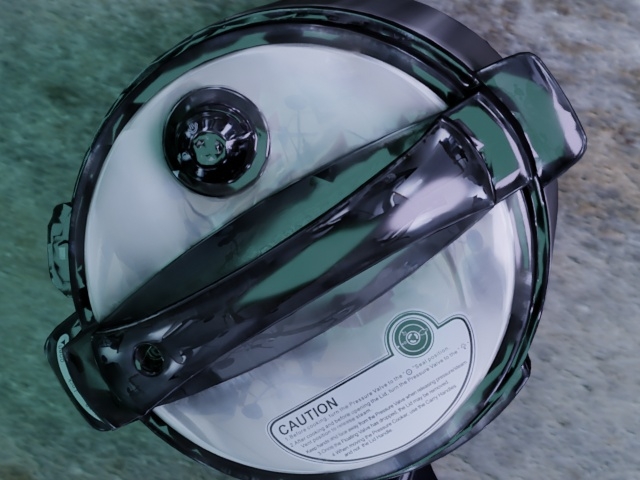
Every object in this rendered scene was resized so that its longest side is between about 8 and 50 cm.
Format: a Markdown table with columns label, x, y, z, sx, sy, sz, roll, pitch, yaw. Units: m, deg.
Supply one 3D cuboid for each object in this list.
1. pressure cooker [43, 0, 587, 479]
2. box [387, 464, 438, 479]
| label | x | y | z | sx | sy | sz | roll | pitch | yaw |
| --- | --- | --- | --- | --- | --- | --- | --- | --- | --- |
| pressure cooker | -0.005 | -0.004 | 1.513 | 0.375 | 0.420 | 0.370 | 16 | 101 | 5 |
| box | -0.094 | 0.432 | 1.570 | 0.471 | 0.480 | 0.297 | -23 | 96 | 12 |
